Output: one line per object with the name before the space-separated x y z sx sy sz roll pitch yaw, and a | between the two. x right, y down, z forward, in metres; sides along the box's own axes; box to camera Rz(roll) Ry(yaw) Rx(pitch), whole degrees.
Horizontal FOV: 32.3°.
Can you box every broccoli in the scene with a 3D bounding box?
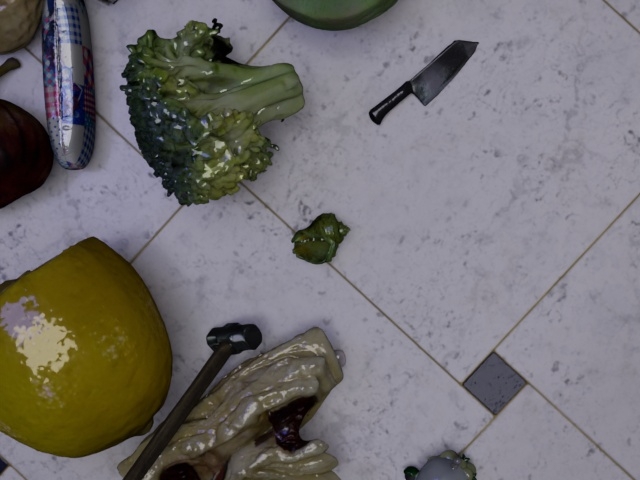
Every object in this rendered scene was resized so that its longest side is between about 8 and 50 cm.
broccoli | -0.170 -0.219 1.793 0.281 0.348 0.293 -17 96 -7

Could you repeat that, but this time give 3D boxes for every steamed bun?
steamed bun | -0.113 0.367 1.878 0.428 0.189 0.247 -32 122 4

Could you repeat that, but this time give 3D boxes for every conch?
conch | 0.000 0.000 1.918 0.121 0.074 0.089 -17 52 25

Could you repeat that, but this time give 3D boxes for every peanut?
peanut | -0.584 -0.385 1.909 0.291 0.143 0.159 -33 98 9

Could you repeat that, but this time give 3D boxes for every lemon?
lemon | -0.404 0.195 1.817 0.364 0.364 0.364 0 92 3

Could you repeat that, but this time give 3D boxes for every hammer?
hammer | -0.225 0.279 1.829 0.043 0.111 0.365 52 53 -24

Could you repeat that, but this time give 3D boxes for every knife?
knife | 0.186 -0.275 1.929 0.230 0.028 0.060 -40 101 1

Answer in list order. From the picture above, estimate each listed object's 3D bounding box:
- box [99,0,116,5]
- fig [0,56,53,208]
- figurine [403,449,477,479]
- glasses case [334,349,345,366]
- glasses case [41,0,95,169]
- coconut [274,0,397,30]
box | -0.316 -0.575 1.886 0.333 0.145 0.173 -41 87 4
fig | -0.582 -0.180 1.900 0.204 0.186 0.249 -30 81 24
figurine | 0.195 0.452 1.919 0.147 0.093 0.197 38 102 23
glasses case | 0.003 0.214 1.952 0.083 0.021 0.032 -12 94 4
glasses case | -0.435 -0.285 1.909 0.076 0.125 0.327 -3 91 4
coconut | 0.026 -0.492 1.778 0.281 0.328 0.328 42 93 4
